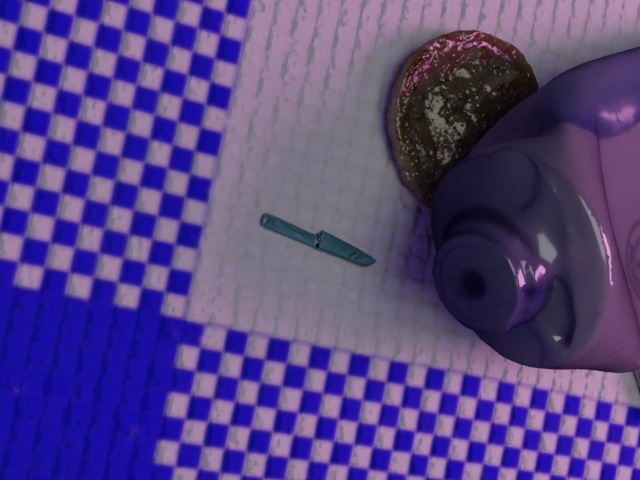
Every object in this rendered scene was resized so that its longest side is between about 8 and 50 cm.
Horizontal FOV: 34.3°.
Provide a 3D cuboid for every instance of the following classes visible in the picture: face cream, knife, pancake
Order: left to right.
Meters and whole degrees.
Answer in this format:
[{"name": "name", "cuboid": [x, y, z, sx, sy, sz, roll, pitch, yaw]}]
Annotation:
[{"name": "knife", "cuboid": [0.000, 0.000, 0.709, 0.091, 0.005, 0.014, 23, 83, -23]}, {"name": "pancake", "cuboid": [0.108, -0.084, 0.746, 0.139, 0.022, 0.140, -2, 94, -28]}, {"name": "face cream", "cuboid": [0.242, -0.030, 0.762, 0.420, 0.137, 0.235, -21, 98, -38]}]

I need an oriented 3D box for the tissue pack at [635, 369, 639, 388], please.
[{"name": "tissue pack", "cuboid": [0.304, 0.101, 0.836, 0.108, 0.023, 0.056, -26, 101, -22]}]
